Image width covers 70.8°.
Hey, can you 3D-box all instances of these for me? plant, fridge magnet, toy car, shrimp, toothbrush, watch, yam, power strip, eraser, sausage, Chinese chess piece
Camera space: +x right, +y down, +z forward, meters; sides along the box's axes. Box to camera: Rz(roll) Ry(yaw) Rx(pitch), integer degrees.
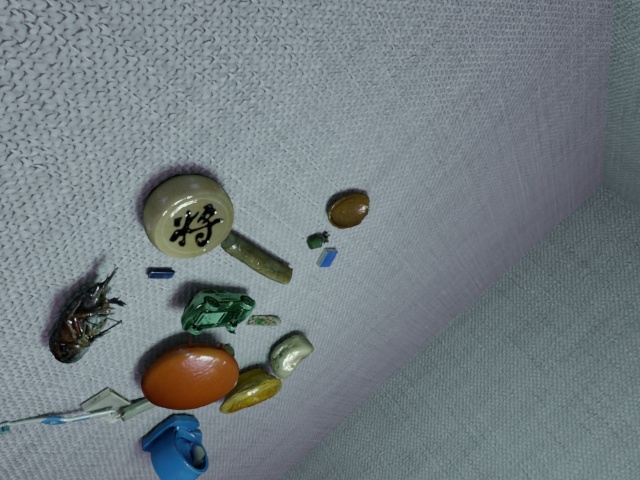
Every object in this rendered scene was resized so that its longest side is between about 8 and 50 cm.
[{"bbox_3d":[0.000,0.000,1.739,0.102,0.051,0.051,-25,141,-28],"label":"plant"},{"bbox_3d":[-0.494,0.522,1.723,0.363,0.155,0.364,-11,131,-13],"label":"fridge magnet"},{"bbox_3d":[-0.369,0.240,1.604,0.136,0.125,0.305,-52,153,18],"label":"toy car"},{"bbox_3d":[-0.668,0.222,1.337,0.372,0.137,0.172,-41,180,13],"label":"shrimp"},{"bbox_3d":[-0.920,0.625,1.573,0.385,0.040,0.040,4,125,-38],"label":"toothbrush"},{"bbox_3d":[-0.613,0.955,1.999,0.241,0.274,0.305,-40,138,-1],"label":"watch"},{"bbox_3d":[-0.215,0.076,1.611,0.083,0.083,0.371,-45,143,7],"label":"yam"},{"bbox_3d":[-0.716,0.660,1.770,0.191,0.030,0.048,-10,124,-56],"label":"power strip"},{"bbox_3d":[0.028,0.071,1.854,0.063,0.027,0.085,2,126,-41],"label":"eraser"},{"bbox_3d":[-0.404,0.555,1.933,0.083,0.083,0.264,-17,139,-27],"label":"sausage"},{"bbox_3d":[-0.377,-0.067,1.299,0.257,0.104,0.257,-24,141,-21],"label":"Chinese chess piece"}]

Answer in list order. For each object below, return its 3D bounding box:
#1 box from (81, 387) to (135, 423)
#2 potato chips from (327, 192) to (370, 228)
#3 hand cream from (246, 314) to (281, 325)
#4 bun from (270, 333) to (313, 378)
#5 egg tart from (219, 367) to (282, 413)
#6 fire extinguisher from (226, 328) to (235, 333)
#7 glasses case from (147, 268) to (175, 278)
[{"bbox_3d":[-0.797,0.629,1.709,0.109,0.029,0.198,-32,144,-11],"label":"box"},{"bbox_3d":[0.105,-0.117,1.711,0.201,0.049,0.150,-13,132,-29],"label":"potato chips"},{"bbox_3d":[-0.235,0.341,1.905,0.165,0.037,0.057,10,121,-39],"label":"hand cream"},{"bbox_3d":[-0.143,0.531,2.093,0.229,0.145,0.229,-48,177,-4],"label":"bun"},{"bbox_3d":[-0.328,0.684,2.075,0.318,0.128,0.319,-23,155,-12],"label":"egg tart"},{"bbox_3d":[-0.360,0.351,1.809,0.037,0.025,0.083,5,135,4],"label":"fire extinguisher"},{"bbox_3d":[-0.507,0.104,1.427,0.083,0.023,0.034,5,130,-41],"label":"glasses case"}]
